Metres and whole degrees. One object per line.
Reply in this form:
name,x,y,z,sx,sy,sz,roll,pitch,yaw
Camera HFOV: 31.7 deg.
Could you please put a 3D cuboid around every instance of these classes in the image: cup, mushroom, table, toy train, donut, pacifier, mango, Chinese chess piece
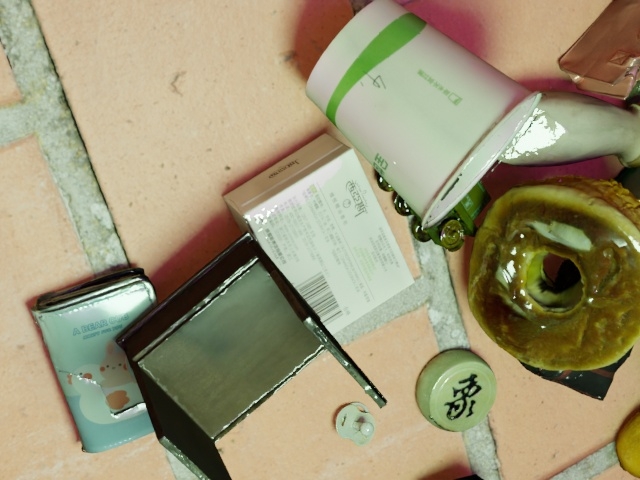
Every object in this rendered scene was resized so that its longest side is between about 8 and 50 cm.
cup,0.135,-0.189,1.605,0.274,0.253,0.253,41,86,10
mushroom,0.413,-0.180,1.850,0.350,0.128,0.128,1,106,-28
table,-0.101,0.176,1.528,0.251,0.282,0.196,-39,118,-2
toy train,0.184,-0.087,1.792,0.137,0.090,0.225,-49,125,-16
donut,0.384,0.041,1.781,0.160,0.330,0.330,-47,130,-51
pacifier,0.068,0.306,1.879,0.083,0.064,0.068,32,74,-30
mango,0.700,0.358,2.142,0.295,0.120,0.177,-25,137,-2
Chinese chess piece,0.235,0.259,1.944,0.144,0.058,0.144,-8,111,-22

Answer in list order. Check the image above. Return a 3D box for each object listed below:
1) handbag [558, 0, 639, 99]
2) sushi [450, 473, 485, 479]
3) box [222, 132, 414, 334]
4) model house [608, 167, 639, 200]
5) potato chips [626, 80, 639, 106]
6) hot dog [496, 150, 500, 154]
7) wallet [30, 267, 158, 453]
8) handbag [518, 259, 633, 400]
handbag,0.500,-0.330,1.818,0.059,0.157,0.212,42,86,-30
sushi,0.237,0.567,1.959,0.212,0.215,0.227,-20,141,16
box,0.000,0.000,1.719,0.194,0.111,0.260,-31,116,-11
model house,0.642,-0.012,1.903,0.284,0.243,0.298,40,82,-13
potato chips,0.576,-0.299,1.933,0.142,0.026,0.209,1,115,-35
hot dog,0.232,-0.173,1.772,0.049,0.037,0.122,-35,77,-33
wallet,-0.303,0.176,1.658,0.176,0.075,0.250,-19,114,-13
handbag,0.453,0.155,1.957,0.169,0.155,0.215,20,101,-24
